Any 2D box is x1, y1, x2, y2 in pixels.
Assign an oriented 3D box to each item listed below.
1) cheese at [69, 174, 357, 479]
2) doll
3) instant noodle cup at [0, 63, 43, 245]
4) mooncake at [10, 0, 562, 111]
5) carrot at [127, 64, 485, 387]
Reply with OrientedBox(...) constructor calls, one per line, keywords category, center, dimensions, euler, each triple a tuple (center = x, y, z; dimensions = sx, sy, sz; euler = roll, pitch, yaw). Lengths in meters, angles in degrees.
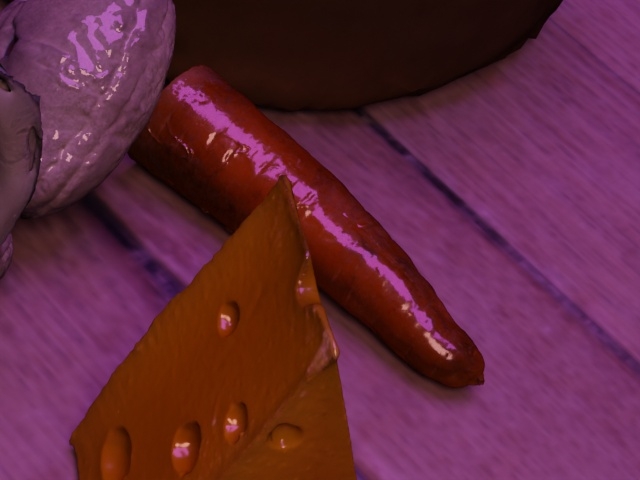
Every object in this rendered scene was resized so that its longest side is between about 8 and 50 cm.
OrientedBox(category="cheese", center=(-0.021, 0.065, 0.734), dimensions=(0.126, 0.171, 0.093), euler=(4, 45, -17))
OrientedBox(category="doll", center=(-0.121, -0.072, 0.862), dimensions=(0.071, 0.214, 0.103), euler=(31, -7, -34))
OrientedBox(category="instant noodle cup", center=(-0.241, -0.077, 0.762), dimensions=(0.207, 0.207, 0.233), euler=(-23, 55, -37))
OrientedBox(category="mooncake", center=(-0.016, -0.267, 1.035), dimensions=(0.394, 0.246, 0.393), euler=(6, 50, -10))
OrientedBox(category="carrot", center=(0.000, 0.000, 0.901), dimensions=(0.210, 0.061, 0.061), euler=(40, 46, 15))
